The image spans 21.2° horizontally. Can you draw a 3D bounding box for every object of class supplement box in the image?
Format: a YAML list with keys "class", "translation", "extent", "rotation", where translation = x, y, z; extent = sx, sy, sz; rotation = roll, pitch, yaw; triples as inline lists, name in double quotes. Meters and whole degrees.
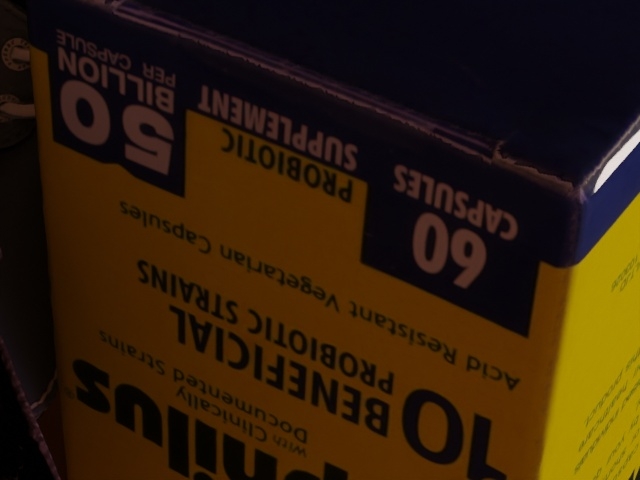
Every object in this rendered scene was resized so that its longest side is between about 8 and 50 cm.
- class: "supplement box"
  translation: [0.032, 0.040, 0.649]
  extent: [0.195, 0.194, 0.356]
  rotation: [-44, 148, -41]

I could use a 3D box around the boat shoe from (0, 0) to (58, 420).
- class: "boat shoe"
  translation: [-0.116, -0.078, 0.613]
  extent: [0.116, 0.099, 0.319]
  rotation: [-6, 97, -56]

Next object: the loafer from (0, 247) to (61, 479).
- class: "loafer"
  translation: [-0.154, -0.013, 0.506]
  extent: [0.134, 0.130, 0.366]
  rotation: [-40, 113, -48]
